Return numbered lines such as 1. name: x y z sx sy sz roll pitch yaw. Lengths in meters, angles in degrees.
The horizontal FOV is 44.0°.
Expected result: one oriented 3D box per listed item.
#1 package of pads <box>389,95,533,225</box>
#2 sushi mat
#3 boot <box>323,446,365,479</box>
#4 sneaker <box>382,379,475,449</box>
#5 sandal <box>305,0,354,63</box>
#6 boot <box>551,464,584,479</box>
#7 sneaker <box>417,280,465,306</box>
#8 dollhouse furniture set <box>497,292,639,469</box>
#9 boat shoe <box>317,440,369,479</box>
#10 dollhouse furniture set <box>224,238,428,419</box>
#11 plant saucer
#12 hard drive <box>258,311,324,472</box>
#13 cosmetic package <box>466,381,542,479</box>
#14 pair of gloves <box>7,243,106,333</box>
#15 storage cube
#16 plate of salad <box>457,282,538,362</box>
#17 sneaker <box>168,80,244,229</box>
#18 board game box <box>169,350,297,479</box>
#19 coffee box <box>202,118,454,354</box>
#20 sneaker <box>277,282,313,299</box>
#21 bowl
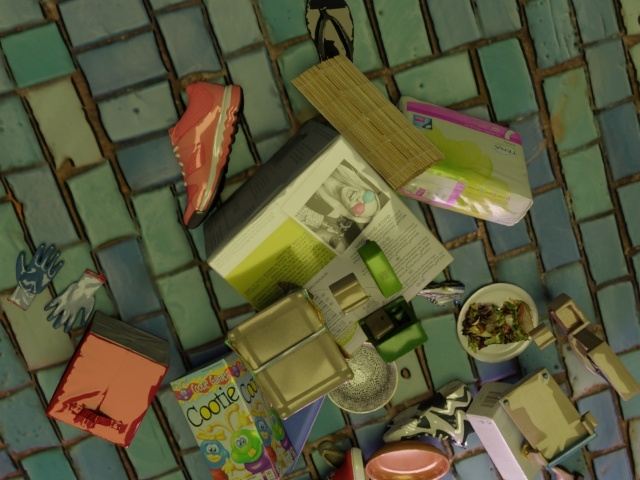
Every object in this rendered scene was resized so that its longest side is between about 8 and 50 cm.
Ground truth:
1. package of pads: 0.290 -0.165 1.661 0.297 0.229 0.101 14 138 -12
2. sushi mat: 0.092 -0.239 1.560 0.151 0.019 0.316 -33 71 -28
3. boot: 0.014 0.575 1.848 0.176 0.088 0.244 4 125 -2
4. sneaker: 0.277 0.455 1.882 0.235 0.094 0.153 -33 98 -10
5. sandal: 0.032 -0.399 1.654 0.097 0.054 0.254 -13 105 -5
6. boot: 0.610 0.617 2.002 0.118 0.042 0.087 25 101 -13
7. sneaker: 0.266 0.127 1.824 0.135 0.052 0.058 1 108 -8
8. dollhouse furniture set: 0.520 0.318 1.837 0.303 0.198 0.286 -38 92 5
9. boat shoe: 0.059 0.536 1.893 0.153 0.048 0.056 41 95 -15
10. dollhouse furniture set: 0.005 0.146 1.388 0.302 0.151 0.197 -30 105 0
11. plant saucer: 0.205 0.524 1.875 0.200 0.037 0.200 -1 140 -1
12. hard drive: -0.098 0.336 1.786 0.210 0.040 0.318 25 100 11
13. cosmetic package: 0.447 0.457 1.881 0.117 0.085 0.231 -46 117 -33
14. pair of gloves: -0.572 0.102 1.705 0.198 0.023 0.159 34 95 -16
15. storage cube: -0.441 0.288 1.675 0.184 0.215 0.193 27 92 -13
16. plate of salad: 0.421 0.199 1.866 0.200 0.048 0.199 -2 105 -8
17. sneaker: -0.256 -0.182 1.652 0.136 0.116 0.313 15 94 -2
18. board game box: -0.185 0.390 1.717 0.144 0.142 0.275 -26 88 15
19. coffee box: 0.000 0.000 1.601 0.338 0.337 0.334 -44 107 3
20. sneaker: -0.085 0.162 1.433 0.071 0.066 0.188 31 94 2
21. bowl: 0.091 0.302 1.818 0.170 0.080 0.170 0 99 2
